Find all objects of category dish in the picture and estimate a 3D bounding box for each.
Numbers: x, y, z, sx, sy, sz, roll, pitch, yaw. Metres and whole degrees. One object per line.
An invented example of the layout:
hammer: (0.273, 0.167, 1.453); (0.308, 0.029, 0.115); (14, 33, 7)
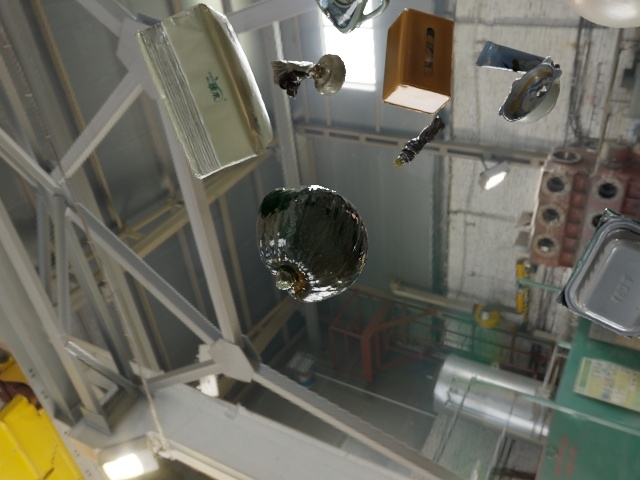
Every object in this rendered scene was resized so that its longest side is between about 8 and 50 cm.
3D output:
dish: (0.680, -0.451, 1.820); (0.086, 0.236, 0.228); (28, -96, -20)

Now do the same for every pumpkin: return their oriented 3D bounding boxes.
pumpkin: (0.000, 0.000, 1.437); (0.293, 0.197, 0.263); (46, -134, -33)

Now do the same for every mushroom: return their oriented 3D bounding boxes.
mushroom: (0.008, -0.338, 1.176); (0.079, 0.085, 0.085); (7, -83, -32)

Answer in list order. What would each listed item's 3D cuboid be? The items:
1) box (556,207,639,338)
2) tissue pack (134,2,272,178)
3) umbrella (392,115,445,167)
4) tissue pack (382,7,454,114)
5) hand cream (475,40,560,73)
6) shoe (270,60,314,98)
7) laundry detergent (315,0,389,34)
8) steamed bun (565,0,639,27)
box: (0.861, 0.115, 1.654); (0.106, 0.264, 0.336); (-26, -41, -58)
tissue pack: (-0.281, -0.380, 1.497); (0.297, 0.207, 0.380); (-83, -27, -72)
umbrella: (0.221, -0.218, 1.304); (0.144, 0.037, 0.040); (-45, -5, 4)
tissue pack: (0.318, -0.575, 1.877); (0.145, 0.194, 0.274); (140, 137, -70)
hand cream: (0.644, -0.576, 1.887); (0.091, 0.271, 0.058); (112, 163, -47)
shoe: (-0.075, -0.442, 1.601); (0.071, 0.169, 0.099); (-11, -67, -43)
laundry detergent: (0.132, -0.862, 2.015); (0.215, 0.280, 0.105); (48, -135, -19)
steamed bun: (0.556, -0.561, 1.092); (0.309, 0.309, 0.309); (-37, -46, -52)
